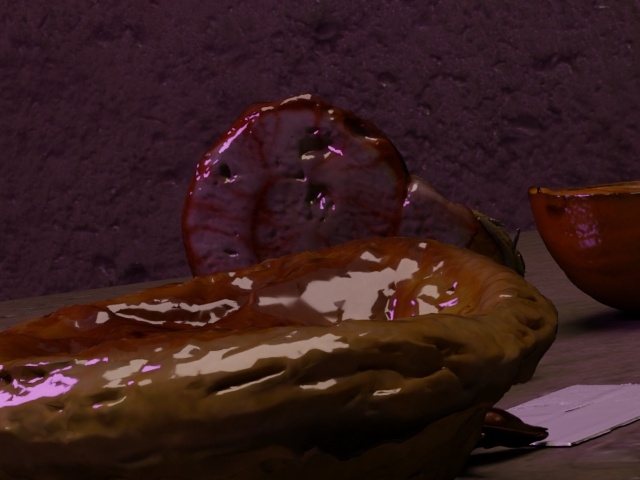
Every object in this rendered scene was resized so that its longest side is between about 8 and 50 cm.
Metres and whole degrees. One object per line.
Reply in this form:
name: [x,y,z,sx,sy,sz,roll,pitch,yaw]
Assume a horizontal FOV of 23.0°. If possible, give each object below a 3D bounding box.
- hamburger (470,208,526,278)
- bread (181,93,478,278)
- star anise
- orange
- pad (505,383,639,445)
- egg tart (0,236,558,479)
hamburger: [0.184,0.037,2.021,0.185,0.177,0.113,-36,-11,13]
bread: [-0.004,0.001,1.834,0.295,0.327,0.114,-49,-4,7]
star anise: [0.095,0.149,1.246,0.157,0.053,0.212,-12,2,-23]
orange: [0.408,-0.032,1.911,0.274,0.274,0.310,-5,-30,45]
pad: [0.220,0.148,1.361,0.156,0.004,0.232,-6,4,44]
egg tart: [-0.055,0.118,1.038,0.443,0.178,0.443,-10,6,1]
